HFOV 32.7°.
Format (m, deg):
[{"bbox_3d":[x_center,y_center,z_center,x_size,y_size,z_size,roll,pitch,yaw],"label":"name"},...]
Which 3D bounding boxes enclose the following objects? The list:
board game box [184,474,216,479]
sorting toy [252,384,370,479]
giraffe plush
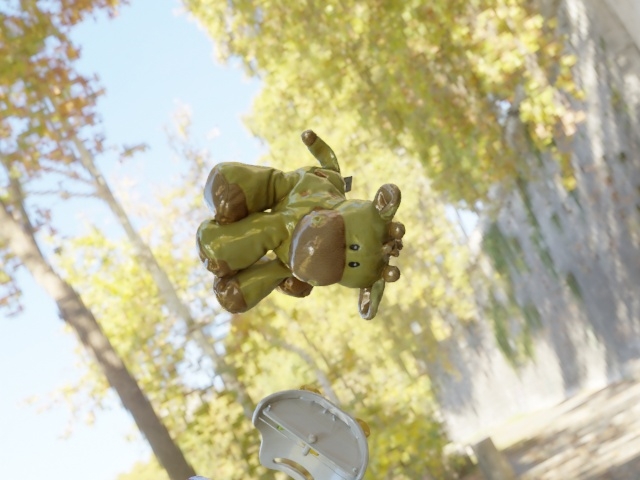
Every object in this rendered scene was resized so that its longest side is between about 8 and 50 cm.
[{"bbox_3d":[-0.058,0.354,0.934,0.145,0.281,0.027,6,11,38],"label":"board game box"},{"bbox_3d":[-0.009,0.146,0.746,0.045,0.083,0.075,-43,-16,-50],"label":"sorting toy"},{"bbox_3d":[0.000,0.000,1.103,0.210,0.170,0.181,-31,-54,-24],"label":"giraffe plush"}]
